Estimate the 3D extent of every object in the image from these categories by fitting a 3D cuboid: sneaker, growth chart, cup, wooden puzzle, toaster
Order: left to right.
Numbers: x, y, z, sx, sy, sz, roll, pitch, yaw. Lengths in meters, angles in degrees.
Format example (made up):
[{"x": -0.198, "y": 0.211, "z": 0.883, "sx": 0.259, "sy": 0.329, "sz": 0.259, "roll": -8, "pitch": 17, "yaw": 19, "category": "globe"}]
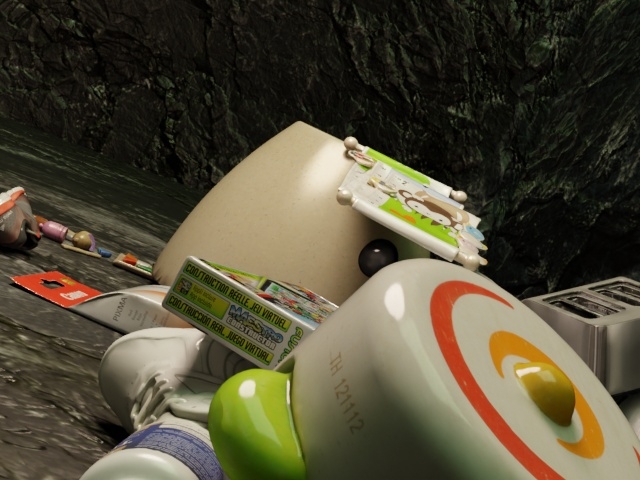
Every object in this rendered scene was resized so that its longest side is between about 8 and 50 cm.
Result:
[{"x": -0.327, "y": -0.013, "z": 1.310, "sx": 0.065, "sy": 0.061, "sz": 0.158, "roll": 50, "pitch": 1, "yaw": -8, "category": "sneaker"}, {"x": -0.215, "y": 0.033, "z": 1.503, "sx": 0.116, "sy": 0.014, "sz": 0.078, "roll": 22, "pitch": 4, "yaw": -11, "category": "wooden puzzle"}, {"x": -0.073, "y": 0.109, "z": 0.732, "sx": 0.232, "sy": 0.090, "sz": 0.115, "roll": 25, "pitch": 8, "yaw": 41, "category": "sneaker"}, {"x": 0.000, "y": 0.000, "z": 1.460, "sx": 0.331, "sy": 0.237, "sz": 0.331, "roll": 25, "pitch": 5, "yaw": -3, "category": "cup"}, {"x": 0.094, "y": -0.038, "z": 1.259, "sx": 0.172, "sy": 0.021, "sz": 0.237, "roll": 24, "pitch": 18, "yaw": -3, "category": "growth chart"}, {"x": 0.357, "y": 0.125, "z": 1.550, "sx": 0.168, "sy": 0.110, "sz": 0.186, "roll": -11, "pitch": 18, "yaw": -27, "category": "toaster"}]

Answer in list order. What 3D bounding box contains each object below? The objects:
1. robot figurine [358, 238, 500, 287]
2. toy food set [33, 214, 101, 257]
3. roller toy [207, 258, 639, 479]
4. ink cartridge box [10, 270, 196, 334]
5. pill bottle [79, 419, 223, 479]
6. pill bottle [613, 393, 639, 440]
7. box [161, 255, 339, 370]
[{"x": 0.114, "y": 0.109, "z": 1.222, "sx": 0.209, "sy": 0.173, "sz": 0.278, "roll": 20, "pitch": 3, "yaw": 7, "category": "robot figurine"}, {"x": -0.315, "y": -0.013, "z": 1.500, "sx": 0.078, "sy": 0.019, "sz": 0.122, "roll": 19, "pitch": 5, "yaw": -44, "category": "toy food set"}, {"x": 0.066, "y": 0.110, "z": 0.597, "sx": 0.191, "sy": 0.146, "sz": 0.209, "roll": 50, "pitch": 24, "yaw": 13, "category": "roller toy"}, {"x": -0.186, "y": 0.053, "z": 1.177, "sx": 0.179, "sy": 0.045, "sz": 0.145, "roll": 26, "pitch": 3, "yaw": 4, "category": "ink cartridge box"}, {"x": -0.080, "y": 0.126, "z": 0.576, "sx": 0.067, "sy": 0.067, "sz": 0.120, "roll": 23, "pitch": 3, "yaw": 4, "category": "pill bottle"}, {"x": 0.386, "y": 0.231, "z": 1.575, "sx": 0.108, "sy": 0.108, "sz": 0.193, "roll": 21, "pitch": 4, "yaw": -27, "category": "pill bottle"}, {"x": -0.008, "y": 0.062, "z": 0.802, "sx": 0.114, "sy": 0.036, "sz": 0.207, "roll": 29, "pitch": 2, "yaw": 19, "category": "box"}]
